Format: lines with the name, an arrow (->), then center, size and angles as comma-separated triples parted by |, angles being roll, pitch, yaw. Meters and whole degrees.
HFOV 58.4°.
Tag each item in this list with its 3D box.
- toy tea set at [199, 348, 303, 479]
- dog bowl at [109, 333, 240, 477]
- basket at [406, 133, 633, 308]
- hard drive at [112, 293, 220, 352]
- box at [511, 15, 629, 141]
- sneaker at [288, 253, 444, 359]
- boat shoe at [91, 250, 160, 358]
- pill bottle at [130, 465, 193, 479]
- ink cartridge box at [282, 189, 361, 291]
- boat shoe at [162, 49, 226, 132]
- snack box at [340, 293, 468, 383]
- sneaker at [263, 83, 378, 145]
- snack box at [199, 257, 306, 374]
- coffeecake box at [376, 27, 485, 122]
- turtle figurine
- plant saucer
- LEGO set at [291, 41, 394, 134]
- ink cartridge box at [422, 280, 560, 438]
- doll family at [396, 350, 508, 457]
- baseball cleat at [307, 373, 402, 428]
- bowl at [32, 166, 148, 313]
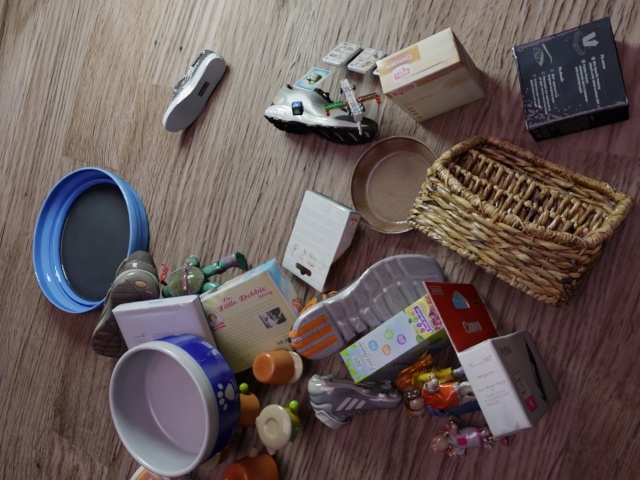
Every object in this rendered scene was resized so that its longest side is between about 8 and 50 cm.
toy tea set -> -0.118, 0.387, 1.197 | 0.200, 0.124, 0.336 | 44, 106, 33
dog bowl -> -0.294, 0.326, 1.152 | 0.264, 0.104, 0.265 | 4, 98, 29
basket -> 0.322, -0.053, 0.951 | 0.299, 0.213, 0.223 | 34, 101, 28
hard drive -> -0.310, 0.277, 1.264 | 0.210, 0.040, 0.319 | -9, 109, 21
box -> 0.431, -0.271, 0.986 | 0.158, 0.093, 0.156 | -11, 78, 29
sneaker -> 0.075, 0.116, 1.124 | 0.321, 0.180, 0.125 | -23, 92, -9
boat shoe -> -0.460, 0.162, 1.394 | 0.355, 0.132, 0.130 | -53, 27, 38
pill bottle -> -0.323, 0.595, 1.284 | 0.216, 0.121, 0.121 | 34, 101, 28
ink cartridge box -> 0.000, 0.000, 1.209 | 0.145, 0.045, 0.179 | 30, 108, 44
boat shoe -> -0.328, -0.378, 1.432 | 0.076, 0.080, 0.228 | 43, 104, 32
snack box -> 0.165, 0.177, 1.033 | 0.207, 0.174, 0.070 | -37, 64, 21
sneaker -> 0.002, -0.276, 1.225 | 0.271, 0.100, 0.108 | 20, 85, 28
snack box -> -0.184, 0.186, 1.246 | 0.322, 0.060, 0.187 | -26, 104, 24
coffeecake box -> 0.208, -0.297, 1.060 | 0.142, 0.185, 0.068 | -18, 76, 26
turtle figurine -> -0.284, 0.107, 1.331 | 0.234, 0.118, 0.175 | -16, 76, 21
plant saucer -> 0.155, -0.110, 1.153 | 0.198, 0.036, 0.199 | -4, 81, 29
LEGO set -> 0.052, -0.313, 1.179 | 0.182, 0.060, 0.244 | 24, 57, 29
ink cartridge box -> 0.281, 0.164, 0.912 | 0.060, 0.275, 0.239 | -29, 72, 25
doll family -> 0.221, 0.274, 0.994 | 0.163, 0.263, 0.118 | -12, 44, 19
baseball cleat -> 0.069, 0.326, 1.140 | 0.205, 0.072, 0.109 | 4, 100, 34
bowl -> -0.622, 0.001, 1.548 | 0.391, 0.077, 0.391 | -4, 81, 29
